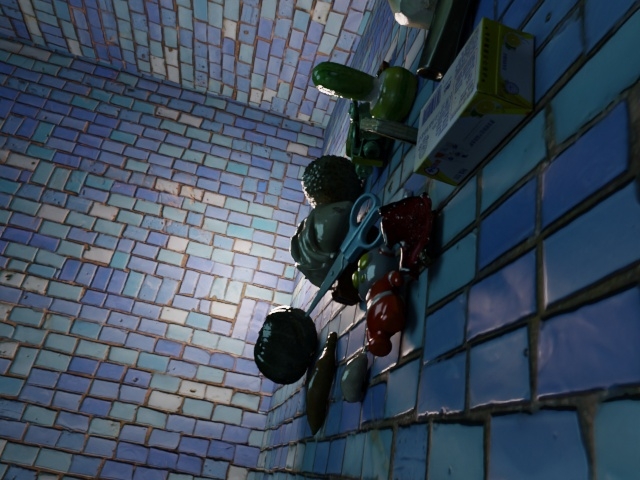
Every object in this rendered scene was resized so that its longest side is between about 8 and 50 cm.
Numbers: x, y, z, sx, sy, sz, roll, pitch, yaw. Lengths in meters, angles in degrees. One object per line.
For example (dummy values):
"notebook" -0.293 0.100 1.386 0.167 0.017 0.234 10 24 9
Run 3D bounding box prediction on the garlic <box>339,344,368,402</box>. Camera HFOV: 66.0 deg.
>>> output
"garlic" 0.085 0.348 1.266 0.084 0.066 0.152 -117 40 -82

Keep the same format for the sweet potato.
"sweet potato" 0.002 0.462 1.632 0.108 0.079 0.346 90 -166 -69

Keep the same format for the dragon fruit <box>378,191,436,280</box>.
"dragon fruit" 0.190 -0.014 1.017 0.092 0.122 0.192 -45 26 46

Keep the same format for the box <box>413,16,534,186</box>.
"box" 0.268 -0.236 0.896 0.265 0.097 0.168 119 164 -64

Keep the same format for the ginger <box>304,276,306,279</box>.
"ginger" 0.029 0.099 2.045 0.193 0.115 0.122 -52 6 45

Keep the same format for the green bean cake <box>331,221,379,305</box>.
"green bean cake" 0.101 0.079 1.533 0.198 0.097 0.232 128 155 -71

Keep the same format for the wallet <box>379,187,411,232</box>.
"wallet" 0.202 -0.080 1.340 0.190 0.033 0.095 127 154 -74

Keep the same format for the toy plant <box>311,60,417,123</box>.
"toy plant" 0.128 -0.488 1.547 0.224 0.316 0.184 -92 20 -59

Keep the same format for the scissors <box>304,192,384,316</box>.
"scissors" 0.060 0.068 1.442 0.447 0.029 0.192 -59 32 26

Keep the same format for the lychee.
"lychee" 0.043 -0.218 1.983 0.255 0.274 0.255 -12 74 49

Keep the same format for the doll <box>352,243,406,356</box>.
"doll" 0.138 0.114 1.170 0.336 0.105 0.199 -89 15 -57

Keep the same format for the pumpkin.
"pumpkin" -0.148 0.441 2.117 0.291 0.257 0.327 7 -74 -84

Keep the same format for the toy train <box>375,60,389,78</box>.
"toy train" 0.260 -0.697 2.047 0.064 0.044 0.103 -56 18 38

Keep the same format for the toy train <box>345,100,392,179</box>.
"toy train" 0.162 -0.354 1.763 0.369 0.150 0.237 -85 4 -52

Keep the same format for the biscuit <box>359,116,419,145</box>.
"biscuit" 0.196 -0.302 1.346 0.252 0.150 0.052 -103 27 -75

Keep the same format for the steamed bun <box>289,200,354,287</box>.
"steamed bun" -0.003 0.010 1.787 0.324 0.219 0.309 64 -138 -74

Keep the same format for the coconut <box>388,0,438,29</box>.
"coconut" 0.271 -0.678 1.373 0.171 0.183 0.170 -169 90 -85

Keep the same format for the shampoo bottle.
"shampoo bottle" 0.322 -0.568 1.183 0.125 0.084 0.350 -113 39 -81
